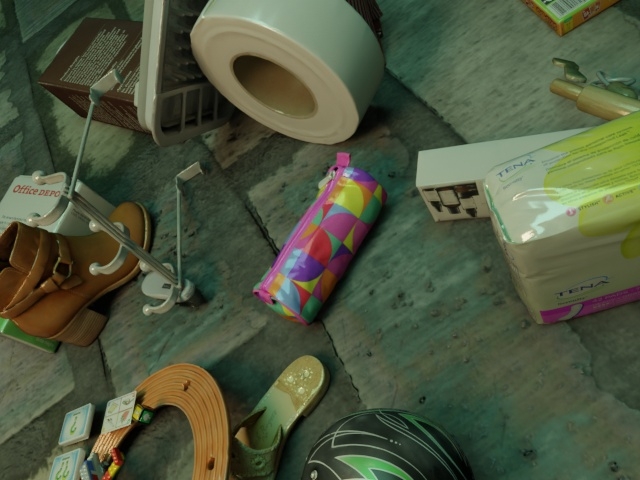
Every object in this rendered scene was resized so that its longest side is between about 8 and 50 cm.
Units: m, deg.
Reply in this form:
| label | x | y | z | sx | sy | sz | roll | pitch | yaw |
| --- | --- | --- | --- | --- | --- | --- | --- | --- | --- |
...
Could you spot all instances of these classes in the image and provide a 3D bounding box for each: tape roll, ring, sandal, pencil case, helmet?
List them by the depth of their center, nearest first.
| label | x | y | z | sx | sy | sz | roll | pitch | yaw |
| --- | --- | --- | --- | --- | --- | --- | --- | --- | --- |
| helmet | 0.069 | 0.251 | 0.564 | 0.169 | 0.169 | 0.162 | -24 | 70 | 14 |
| sandal | -0.083 | 0.241 | 0.700 | 0.088 | 0.079 | 0.240 | 28 | 78 | 36 |
| ring | -0.220 | 0.320 | 0.708 | 0.336 | 0.032 | 0.337 | -28 | 44 | 31 |
| pencil case | 0.000 | 0.000 | 0.786 | 0.104 | 0.104 | 0.236 | 20 | 74 | 35 |
| tape roll | -0.051 | -0.270 | 0.851 | 0.286 | 0.286 | 0.100 | 17 | 72 | 34 |

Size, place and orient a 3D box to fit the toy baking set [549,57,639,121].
| label | x | y | z | sx | sy | sz | roll | pitch | yaw |
| --- | --- | --- | --- | --- | --- | --- | --- | --- | --- |
| toy baking set | 0.367 | -0.167 | 0.663 | 0.256 | 0.196 | 0.030 | 33 | 125 | 34 |

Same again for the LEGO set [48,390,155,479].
| label | x | y | z | sx | sy | sz | roll | pitch | yaw |
| --- | --- | --- | --- | --- | --- | --- | --- | --- | --- |
| LEGO set | -0.321 | 0.299 | 0.766 | 0.244 | 0.060 | 0.183 | -26 | 48 | 33 |

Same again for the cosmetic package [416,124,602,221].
| label | x | y | z | sx | sy | sz | roll | pitch | yaw |
| --- | --- | --- | --- | --- | --- | --- | --- | --- | --- |
| cosmetic package | 0.249 | -0.077 | 0.699 | 0.238 | 0.099 | 0.061 | -5 | 63 | 26 |

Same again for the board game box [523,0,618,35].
| label | x | y | z | sx | sy | sz | roll | pitch | yaw |
| --- | --- | --- | --- | --- | --- | --- | --- | --- | --- |
| board game box | 0.441 | -0.419 | 0.836 | 0.259 | 0.039 | 0.124 | -32 | 53 | 12 |

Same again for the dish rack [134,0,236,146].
| label | x | y | z | sx | sy | sz | roll | pitch | yaw |
| --- | --- | --- | --- | --- | --- | --- | --- | --- | --- |
| dish rack | -0.205 | -0.338 | 0.907 | 0.072 | 0.285 | 0.333 | 21 | 117 | 12 |

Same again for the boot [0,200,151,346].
| label | x | y | z | sx | sy | sz | roll | pitch | yaw |
| --- | --- | --- | --- | --- | --- | --- | --- | --- | --- |
| boot | -0.415 | 0.017 | 0.917 | 0.109 | 0.220 | 0.284 | 14 | 70 | 34 |

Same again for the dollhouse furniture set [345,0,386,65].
| label | x | y | z | sx | sy | sz | roll | pitch | yaw |
| --- | --- | --- | --- | --- | --- | --- | --- | --- | --- |
| dollhouse furniture set | 0.148 | -0.426 | 0.902 | 0.373 | 0.201 | 0.152 | -11 | 57 | 15 |

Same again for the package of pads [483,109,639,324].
| label | x | y | z | sx | sy | sz | roll | pitch | yaw |
| --- | --- | --- | --- | --- | --- | --- | --- | --- | --- |
| package of pads | 0.326 | -0.030 | 0.547 | 0.296 | 0.229 | 0.101 | -21 | 54 | 16 |

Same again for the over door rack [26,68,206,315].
| label | x | y | z | sx | sy | sz | roll | pitch | yaw |
| --- | --- | --- | --- | --- | --- | --- | --- | --- | --- |
| over door rack | -0.305 | -0.070 | 0.871 | 0.108 | 0.239 | 0.324 | -21 | 44 | 20 |

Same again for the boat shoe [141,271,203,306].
| label | x | y | z | sx | sy | sz | roll | pitch | yaw |
| --- | --- | --- | --- | --- | --- | --- | --- | --- | --- |
| boat shoe | -0.239 | 0.081 | 0.897 | 0.142 | 0.040 | 0.049 | 9 | 61 | 46 |

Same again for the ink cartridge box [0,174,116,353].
| label | x | y | z | sx | sy | sz | roll | pitch | yaw |
| --- | --- | --- | --- | --- | --- | --- | --- | --- | --- |
| ink cartridge box | -0.525 | 0.035 | 1.028 | 0.211 | 0.121 | 0.289 | 8 | 66 | 31 |

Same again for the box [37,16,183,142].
| label | x | y | z | sx | sy | sz | roll | pitch | yaw |
| --- | --- | --- | --- | --- | --- | --- | --- | --- | --- |
| box | -0.399 | -0.344 | 1.175 | 0.381 | 0.143 | 0.191 | 20 | 74 | 33 |
